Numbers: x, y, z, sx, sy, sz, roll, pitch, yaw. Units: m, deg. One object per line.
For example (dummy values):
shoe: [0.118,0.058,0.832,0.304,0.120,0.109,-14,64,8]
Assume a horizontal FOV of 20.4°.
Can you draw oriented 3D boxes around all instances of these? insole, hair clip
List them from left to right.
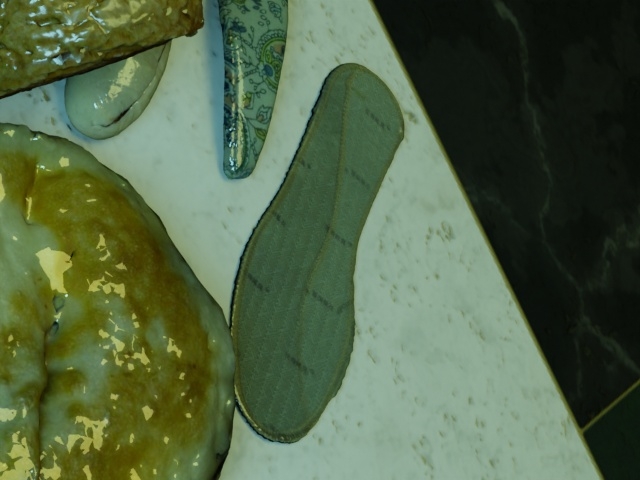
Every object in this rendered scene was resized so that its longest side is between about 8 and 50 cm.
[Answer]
hair clip: [-0.054,-0.153,1.353,0.066,0.036,0.229,17,62,-32]
insole: [0.000,0.000,1.362,0.119,0.009,0.348,39,50,-26]

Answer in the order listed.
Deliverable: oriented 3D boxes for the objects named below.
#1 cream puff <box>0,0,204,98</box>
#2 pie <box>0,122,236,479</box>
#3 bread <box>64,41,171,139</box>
cream puff: [-0.181,-0.184,1.127,0.183,0.183,0.169,-26,101,-47]
pie: [-0.195,0.076,1.095,0.339,0.077,0.339,16,64,-36]
bread: [-0.132,-0.167,1.270,0.073,0.053,0.214,32,53,-36]
